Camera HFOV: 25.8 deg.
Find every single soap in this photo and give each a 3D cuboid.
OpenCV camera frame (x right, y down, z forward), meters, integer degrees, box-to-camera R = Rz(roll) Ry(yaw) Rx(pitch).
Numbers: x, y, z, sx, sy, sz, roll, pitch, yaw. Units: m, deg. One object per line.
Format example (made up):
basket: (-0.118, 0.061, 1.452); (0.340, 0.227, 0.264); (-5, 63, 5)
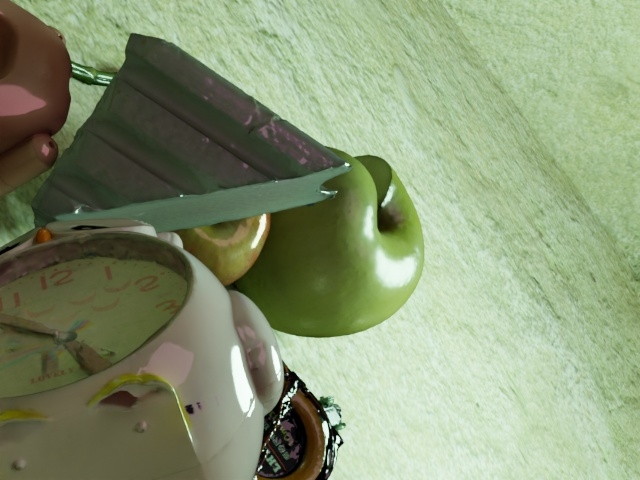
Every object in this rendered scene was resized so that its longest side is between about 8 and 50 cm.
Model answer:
soap: (-0.153, -0.049, 1.610); (0.302, 0.159, 0.257); (32, 67, -5)

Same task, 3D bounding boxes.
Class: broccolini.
broccolini: (-0.279, -0.222, 1.899); (0.239, 0.051, 0.054); (8, 72, -54)

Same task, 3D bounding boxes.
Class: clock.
clock: (-0.223, 0.140, 1.329); (0.376, 0.368, 0.250); (-116, -169, -59)
clock: (-0.395, -0.199, 1.534); (0.241, 0.142, 0.227); (37, 37, -40)

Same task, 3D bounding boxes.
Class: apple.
apple: (0.000, 0.000, 1.985); (0.292, 0.254, 0.292); (40, 37, -39)
apple: (-0.171, -0.037, 1.781); (0.209, 0.164, 0.209); (6, 78, -30)

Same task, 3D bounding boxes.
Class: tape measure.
tape measure: (-0.088, 0.249, 1.706); (0.202, 0.135, 0.223); (54, 46, 2)

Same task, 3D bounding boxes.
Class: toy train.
toy train: (-0.043, 0.255, 1.887); (0.202, 0.081, 0.060); (-8, 74, -57)
